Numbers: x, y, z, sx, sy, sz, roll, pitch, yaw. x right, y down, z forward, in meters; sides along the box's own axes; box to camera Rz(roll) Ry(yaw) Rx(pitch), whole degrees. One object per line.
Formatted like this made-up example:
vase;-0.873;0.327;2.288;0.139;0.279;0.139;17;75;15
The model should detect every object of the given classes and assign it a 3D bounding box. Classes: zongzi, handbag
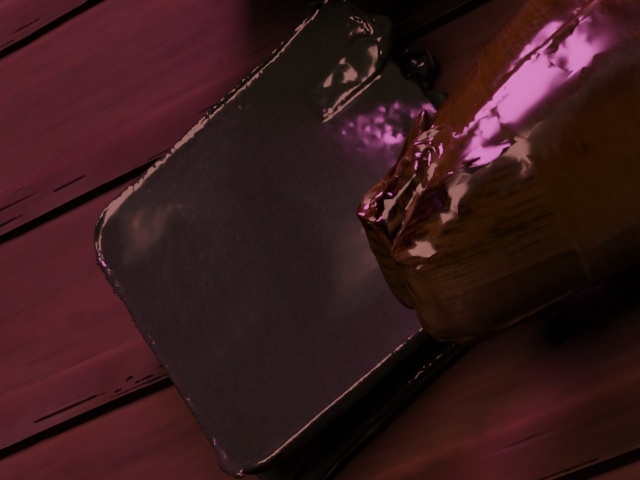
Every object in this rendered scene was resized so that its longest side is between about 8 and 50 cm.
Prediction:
zongzi;0.130;-0.103;1.137;0.273;0.145;0.300;-26;45;3
handbag;-0.002;0.000;1.245;0.260;0.079;0.247;-44;53;11
